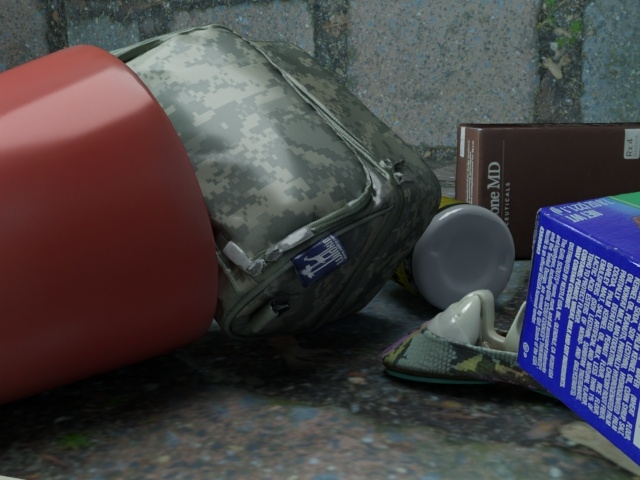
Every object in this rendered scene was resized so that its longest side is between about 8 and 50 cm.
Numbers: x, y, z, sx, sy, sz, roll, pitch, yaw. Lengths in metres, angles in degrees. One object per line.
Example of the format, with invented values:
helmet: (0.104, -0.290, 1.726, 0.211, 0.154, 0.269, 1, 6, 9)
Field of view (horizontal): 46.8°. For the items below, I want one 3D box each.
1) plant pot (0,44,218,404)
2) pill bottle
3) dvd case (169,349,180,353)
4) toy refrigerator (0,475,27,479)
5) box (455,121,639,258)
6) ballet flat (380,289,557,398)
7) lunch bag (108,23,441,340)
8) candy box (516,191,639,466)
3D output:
plant pot: (-0.254, 0.008, 0.568, 0.243, 0.275, 0.275, -26, 23, -34)
pill bottle: (0.126, 0.004, 0.873, 0.119, 0.119, 0.208, -4, 11, -16)
dvd case: (-0.199, 0.096, 0.706, 0.119, 0.013, 0.087, -6, 12, -18)
toy refrigerator: (-0.175, 0.160, 0.176, 0.102, 0.094, 0.269, 7, 12, 6)
box: (0.400, -0.080, 1.094, 0.381, 0.191, 0.143, -2, 11, -1)
ballet flat: (0.151, 0.081, 0.578, 0.221, 0.079, 0.077, 6, 14, 33)
lunch bag: (-0.069, -0.054, 0.717, 0.305, 0.212, 0.256, 48, 32, 21)
candy box: (0.304, 0.065, 0.368, 0.268, 0.122, 0.317, -10, 25, -20)
